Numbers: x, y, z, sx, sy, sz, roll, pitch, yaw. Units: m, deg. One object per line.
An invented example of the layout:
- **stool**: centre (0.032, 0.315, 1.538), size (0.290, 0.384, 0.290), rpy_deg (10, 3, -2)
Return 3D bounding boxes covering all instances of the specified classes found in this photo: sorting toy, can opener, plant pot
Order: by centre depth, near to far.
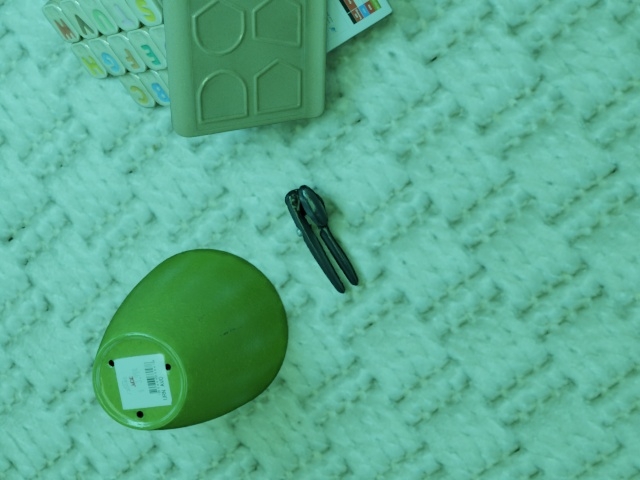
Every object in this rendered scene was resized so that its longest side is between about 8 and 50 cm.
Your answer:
- **sorting toy**: centre (-0.103, -0.302, 1.177), size (0.229, 0.041, 0.307), rpy_deg (-10, 121, -19)
- **plant pot**: centre (-0.214, 0.167, 1.273), size (0.275, 0.293, 0.274), rpy_deg (1, 97, 11)
- **can opener**: centre (0.000, 0.000, 1.332), size (0.059, 0.073, 0.186), rpy_deg (-24, 102, 5)

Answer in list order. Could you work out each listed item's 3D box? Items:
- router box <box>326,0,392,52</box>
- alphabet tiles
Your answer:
- **router box**: centre (-0.110, -0.395, 1.210), size (0.301, 0.082, 0.335), rpy_deg (-29, 120, 13)
- **alphabet tiles**: centre (-0.303, -0.308, 1.256), size (0.284, 0.021, 0.278), rpy_deg (5, 139, 45)
